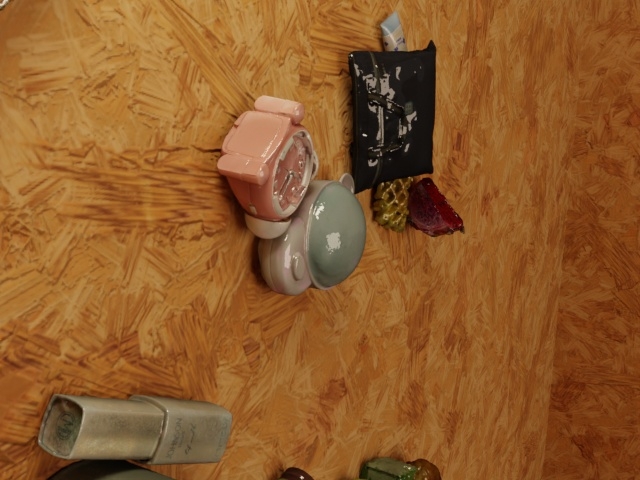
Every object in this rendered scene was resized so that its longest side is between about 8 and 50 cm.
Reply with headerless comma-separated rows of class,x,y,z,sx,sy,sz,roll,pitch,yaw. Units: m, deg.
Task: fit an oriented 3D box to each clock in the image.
clock,-0.071,-0.100,0.943,0.166,0.092,0.162,-64,154,-26

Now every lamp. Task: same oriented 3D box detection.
lamp,0.002,0.001,1.060,0.246,0.108,0.180,-36,124,-48

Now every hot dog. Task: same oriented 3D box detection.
hot dog,0.218,0.637,1.577,0.196,0.122,0.272,-55,154,-35

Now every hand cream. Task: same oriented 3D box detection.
hand cream,0.148,-0.340,1.254,0.065,0.043,0.171,-51,136,-37

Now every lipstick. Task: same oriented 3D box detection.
lipstick,-0.215,0.231,0.808,0.253,0.077,0.079,27,76,-58

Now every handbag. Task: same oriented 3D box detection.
handbag,0.130,-0.221,1.200,0.211,0.088,0.254,-19,117,-34

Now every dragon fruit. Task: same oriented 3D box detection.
dragon fruit,0.227,-0.052,1.419,0.147,0.096,0.102,58,25,14

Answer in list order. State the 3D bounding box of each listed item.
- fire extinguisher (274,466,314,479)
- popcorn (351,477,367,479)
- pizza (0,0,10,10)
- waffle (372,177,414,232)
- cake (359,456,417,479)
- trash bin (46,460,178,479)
fire extinguisher,-0.095,0.494,1.077,0.252,0.075,0.106,-41,132,-46
popcorn,0.090,0.554,1.348,0.126,0.125,0.145,-23,99,-42
pizza,-0.278,-0.289,0.579,0.193,0.053,0.201,-21,105,-52
waffle,0.162,-0.115,1.335,0.149,0.051,0.194,17,84,-57
cake,0.142,0.595,1.458,0.099,0.100,0.235,-8,105,-56
trash bin,-0.115,0.406,0.683,0.280,0.432,0.280,-22,117,-55
